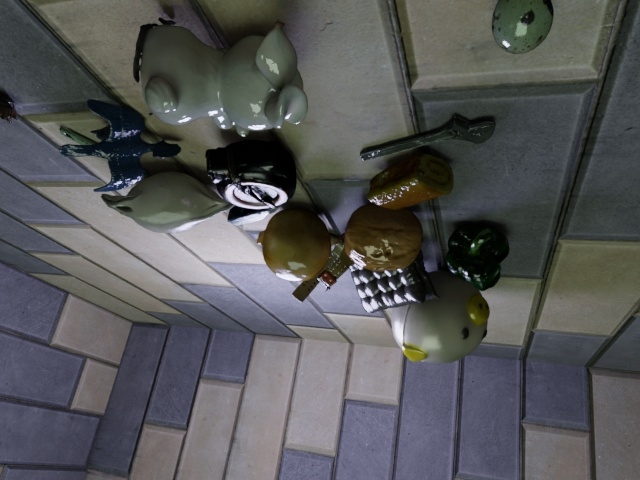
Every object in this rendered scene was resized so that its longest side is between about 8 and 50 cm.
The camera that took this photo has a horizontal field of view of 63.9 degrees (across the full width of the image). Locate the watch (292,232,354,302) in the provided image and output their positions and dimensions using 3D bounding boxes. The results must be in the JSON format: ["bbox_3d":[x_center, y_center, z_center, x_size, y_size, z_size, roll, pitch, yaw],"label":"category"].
[{"bbox_3d":[0.027,0.094,1.623,0.102,0.268,0.165,44,171,-9],"label":"watch"}]

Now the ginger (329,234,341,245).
[{"bbox_3d":[-0.001,-0.003,1.707,0.137,0.044,0.057,-2,120,10],"label":"ginger"}]

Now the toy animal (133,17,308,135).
[{"bbox_3d":[-0.158,-0.280,0.905,0.310,0.182,0.247,11,-169,5],"label":"toy animal"}]

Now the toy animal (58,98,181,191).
[{"bbox_3d":[-0.482,-0.228,1.239,0.176,0.255,0.239,25,125,30],"label":"toy animal"}]

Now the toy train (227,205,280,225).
[{"bbox_3d":[-0.190,-0.091,1.561,0.234,0.052,0.051,-10,153,39],"label":"toy train"}]

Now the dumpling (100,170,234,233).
[{"bbox_3d":[-0.425,-0.108,1.494,0.341,0.181,0.260,-22,-178,-6],"label":"dumpling"}]

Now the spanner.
[{"bbox_3d":[0.222,-0.217,1.122,0.325,0.026,0.093,-8,153,40],"label":"spanner"}]

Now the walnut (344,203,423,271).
[{"bbox_3d":[0.177,-0.008,1.435,0.222,0.195,0.195,2,157,2],"label":"walnut"}]

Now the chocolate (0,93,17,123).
[{"bbox_3d":[-0.883,-0.364,1.194,0.329,0.065,0.102,22,174,-24],"label":"chocolate"}]

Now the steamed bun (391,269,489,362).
[{"bbox_3d":[0.417,0.270,1.795,0.334,0.334,0.374,-13,164,43],"label":"steamed bun"}]

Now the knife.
[{"bbox_3d":[-0.579,-0.234,1.423,0.293,0.020,0.043,29,153,-37],"label":"knife"}]

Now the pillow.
[{"bbox_3d":[0.219,0.109,1.667,0.101,0.228,0.326,-18,177,-33],"label":"pillow"}]

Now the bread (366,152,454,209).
[{"bbox_3d":[0.211,-0.136,1.210,0.132,0.103,0.172,13,161,-32],"label":"bread"}]

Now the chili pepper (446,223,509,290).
[{"bbox_3d":[0.439,0.030,1.448,0.165,0.174,0.261,26,170,34],"label":"chili pepper"}]

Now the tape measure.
[{"bbox_3d":[-0.162,-0.164,1.275,0.202,0.135,0.223,-4,158,8],"label":"tape measure"}]

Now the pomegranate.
[{"bbox_3d":[-0.072,0.015,1.551,0.233,0.233,0.233,9,158,4],"label":"pomegranate"}]

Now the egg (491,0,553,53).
[{"bbox_3d":[0.295,-0.327,0.749,0.085,0.085,0.110,5,142,13],"label":"egg"}]
